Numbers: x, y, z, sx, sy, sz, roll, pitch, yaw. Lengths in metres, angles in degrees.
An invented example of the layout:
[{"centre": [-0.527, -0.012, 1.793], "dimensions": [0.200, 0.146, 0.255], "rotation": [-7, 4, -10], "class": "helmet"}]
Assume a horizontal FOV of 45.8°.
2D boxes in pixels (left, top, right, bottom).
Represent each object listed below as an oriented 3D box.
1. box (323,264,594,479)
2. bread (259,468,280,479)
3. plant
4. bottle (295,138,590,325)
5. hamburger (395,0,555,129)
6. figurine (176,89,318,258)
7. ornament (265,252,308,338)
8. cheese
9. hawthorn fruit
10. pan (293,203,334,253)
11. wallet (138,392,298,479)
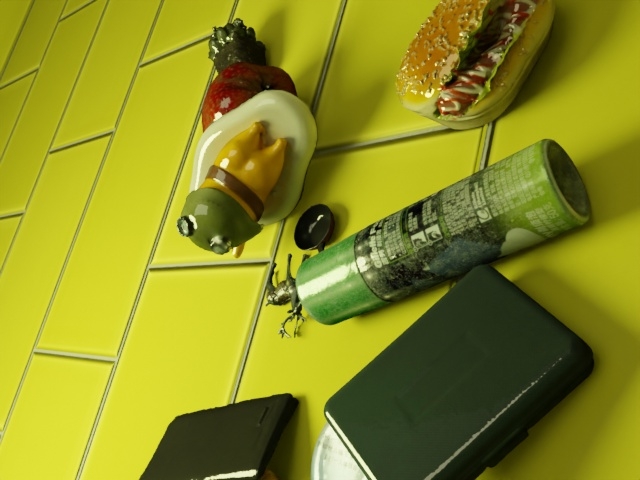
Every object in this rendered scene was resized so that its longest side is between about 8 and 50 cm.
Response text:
[{"centre": [0.124, 0.139, 0.719], "dimensions": [0.230, 0.050, 0.160], "rotation": [-42, 41, -2], "class": "box"}, {"centre": [-0.072, 0.306, 0.876], "dimensions": [0.081, 0.046, 0.083], "rotation": [0, 66, 45], "class": "bread"}, {"centre": [-0.139, -0.312, 1.297], "dimensions": [0.094, 0.092, 0.143], "rotation": [-43, 49, 31], "class": "plant"}, {"centre": [0.117, 0.002, 0.820], "dimensions": [0.330, 0.093, 0.093], "rotation": [-27, 50, 35], "class": "bottle"}, {"centre": [0.178, -0.229, 0.877], "dimensions": [0.210, 0.116, 0.173], "rotation": [-58, 36, 2], "class": "hamburger"}, {"centre": [-0.115, -0.079, 1.018], "dimensions": [0.250, 0.166, 0.141], "rotation": [-58, -2, 31], "class": "figurine"}, {"centre": [-0.047, 0.078, 1.004], "dimensions": [0.073, 0.028, 0.125], "rotation": [-30, 46, 32], "class": "ornament"}, {"centre": [0.032, 0.260, 0.787], "dimensions": [0.135, 0.052, 0.245], "rotation": [2, 69, 49], "class": "cheese"}, {"centre": [-0.118, -0.175, 1.162], "dimensions": [0.203, 0.162, 0.162], "rotation": [-35, 42, 55], "class": "hawthorn fruit"}, {"centre": [0.000, 0.000, 1.001], "dimensions": [0.068, 0.023, 0.115], "rotation": [-42, 39, 20], "class": "pan"}, {"centre": [-0.139, 0.260, 0.957], "dimensions": [0.244, 0.025, 0.124], "rotation": [-21, 30, 39], "class": "wallet"}]
